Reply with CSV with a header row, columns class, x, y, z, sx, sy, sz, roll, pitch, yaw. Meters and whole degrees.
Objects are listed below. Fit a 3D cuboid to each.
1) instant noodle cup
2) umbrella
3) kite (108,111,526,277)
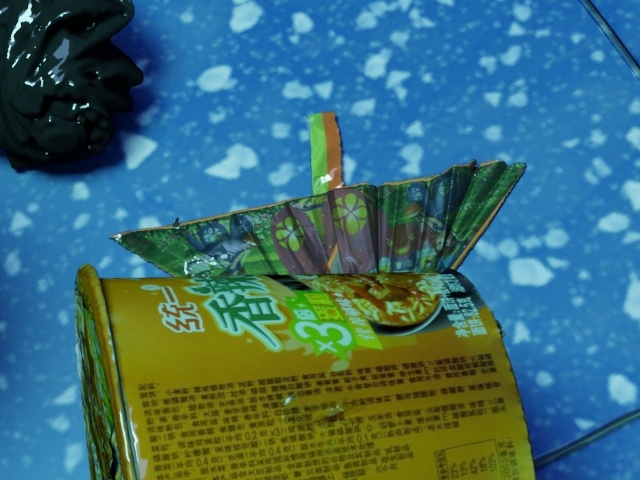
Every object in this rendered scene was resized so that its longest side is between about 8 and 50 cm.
class,x,y,z,sx,sy,sz,roll,pitch,yaw
instant noodle cup,-0.011,0.110,0.902,0.182,0.230,0.230,-9,56,-11
umbrella,-0.181,-0.189,1.180,0.118,0.118,0.340,-14,52,-3
kite,0.000,0.000,1.085,0.241,0.014,0.183,-7,56,2
